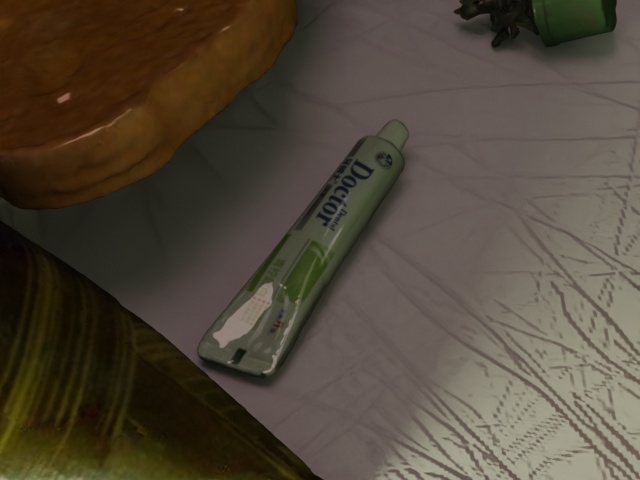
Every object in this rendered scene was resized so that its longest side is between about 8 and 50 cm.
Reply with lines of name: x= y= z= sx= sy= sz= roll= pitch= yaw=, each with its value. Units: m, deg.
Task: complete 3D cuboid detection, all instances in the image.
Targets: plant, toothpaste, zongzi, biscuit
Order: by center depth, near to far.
zongzi: x=-0.264 y=0.125 z=0.827 sx=0.432 sy=0.208 sz=0.403 roll=37 pitch=68 yaw=3
toothpaste: x=0.000 y=0.000 z=1.001 sx=0.048 sy=0.029 sz=0.197 roll=17 pitch=51 yaw=25
biscuit: x=-0.157 y=-0.115 z=1.089 sx=0.312 sy=0.057 sz=0.351 roll=-11 pitch=32 yaw=17
plant: x=0.129 y=-0.143 z=1.120 sx=0.102 sy=0.051 sz=0.051 roll=-4 pitch=41 yaw=25
